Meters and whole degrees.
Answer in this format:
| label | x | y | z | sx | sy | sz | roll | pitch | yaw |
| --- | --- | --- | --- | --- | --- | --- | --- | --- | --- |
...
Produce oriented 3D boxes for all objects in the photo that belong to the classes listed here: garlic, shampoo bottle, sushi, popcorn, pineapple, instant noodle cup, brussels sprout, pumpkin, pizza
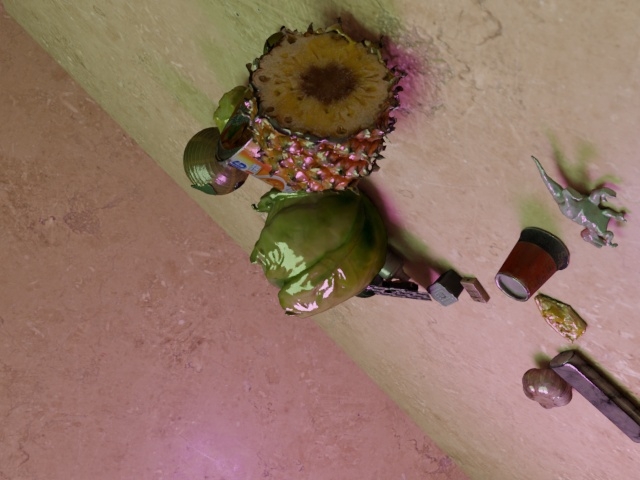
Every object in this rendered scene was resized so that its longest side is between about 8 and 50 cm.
| label | x | y | z | sx | sy | sz | roll | pitch | yaw |
| --- | --- | --- | --- | --- | --- | --- | --- | --- | --- |
| garlic | 0.669 | 0.428 | 1.765 | 0.159 | 0.102 | 0.147 | 40 | 151 | -27 |
| shampoo bottle | 0.170 | 0.039 | 1.965 | 0.303 | 0.092 | 0.092 | 40 | 161 | 12 |
| sushi | 0.252 | 0.147 | 1.875 | 0.192 | 0.043 | 0.279 | 6 | 170 | 14 |
| popcorn | -0.214 | -0.336 | 1.805 | 0.254 | 0.194 | 0.256 | -11 | 105 | 61 |
| pineapple | 0.010 | -0.265 | 1.288 | 0.352 | 0.352 | 0.300 | 39 | 168 | 15 |
| instant noodle cup | 0.464 | 0.060 | 1.336 | 0.127 | 0.136 | 0.127 | 39 | 160 | 17 |
| brussels sprout | 0.012 | -0.002 | 1.785 | 0.360 | 0.342 | 0.426 | -19 | 104 | 30 |
| pumpkin | 0.147 | 0.130 | 2.151 | 0.167 | 0.125 | 0.167 | 39 | 155 | 22 |
| pizza | 0.604 | 0.200 | 1.503 | 0.160 | 0.036 | 0.099 | 47 | 161 | -8 |
| instant noodle cup | -0.109 | -0.276 | 1.585 | 0.214 | 0.297 | 0.296 | 33 | 168 | -28 |

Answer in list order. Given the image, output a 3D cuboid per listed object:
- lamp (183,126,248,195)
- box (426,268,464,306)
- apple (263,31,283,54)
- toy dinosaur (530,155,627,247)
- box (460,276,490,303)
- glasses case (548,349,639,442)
| label | x | y | z | sx | sy | sz | roll | pitch | yaw |
| --- | --- | --- | --- | --- | --- | --- | --- | --- | --- |
| lamp | -0.355 | -0.288 | 2.132 | 0.284 | 0.250 | 0.250 | -3 | 131 | 54 |
| box | 0.379 | 0.140 | 1.787 | 0.084 | 0.069 | 0.122 | 41 | 162 | 2 |
| apple | -0.098 | -0.465 | 1.467 | 0.089 | 0.074 | 0.090 | 26 | 135 | 30 |
| toy dinosaur | 0.481 | -0.072 | 1.144 | 0.242 | 0.053 | 0.167 | 34 | 168 | 2 |
| box | 0.446 | 0.143 | 1.725 | 0.083 | 0.024 | 0.053 | 52 | 160 | -19 |
| glasses case | 0.762 | 0.421 | 1.614 | 0.299 | 0.060 | 0.114 | 42 | 161 | 5 |
